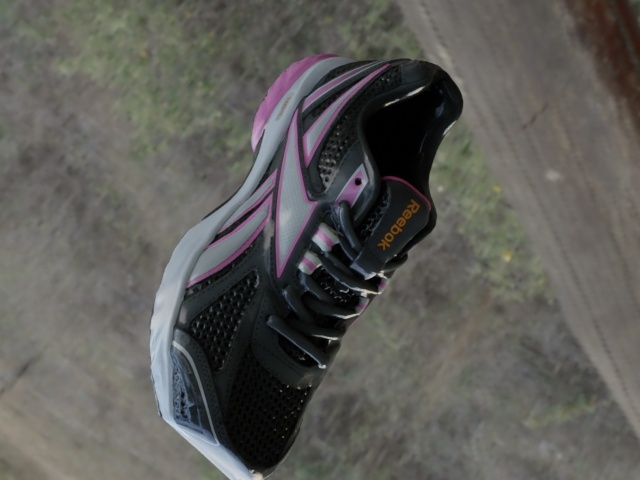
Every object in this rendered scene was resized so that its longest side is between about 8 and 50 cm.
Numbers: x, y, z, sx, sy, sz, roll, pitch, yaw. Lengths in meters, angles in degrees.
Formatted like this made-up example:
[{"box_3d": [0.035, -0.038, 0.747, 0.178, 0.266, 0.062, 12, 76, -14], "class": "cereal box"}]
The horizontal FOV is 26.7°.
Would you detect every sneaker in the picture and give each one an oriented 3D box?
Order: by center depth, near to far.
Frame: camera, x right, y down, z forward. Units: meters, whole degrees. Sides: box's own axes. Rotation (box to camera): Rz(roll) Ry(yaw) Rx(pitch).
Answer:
[{"box_3d": [0.000, 0.000, 0.487, 0.077, 0.178, 0.072, -6, 148, 45], "class": "sneaker"}]
